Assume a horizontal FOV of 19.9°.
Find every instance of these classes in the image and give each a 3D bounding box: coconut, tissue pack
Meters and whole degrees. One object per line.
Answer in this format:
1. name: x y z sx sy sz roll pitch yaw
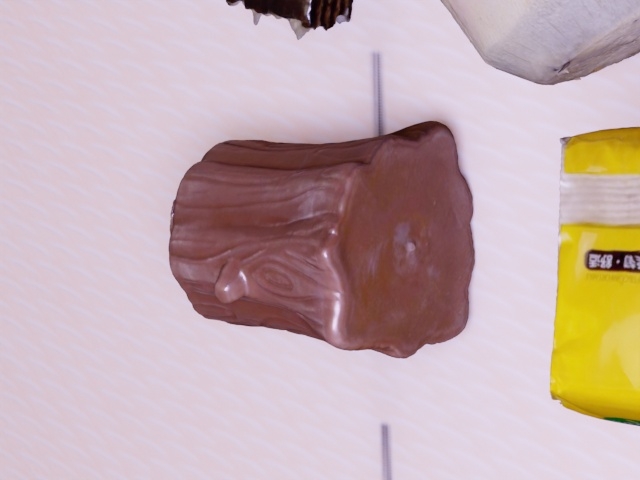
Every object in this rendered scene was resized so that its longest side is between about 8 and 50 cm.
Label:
1. coconut: 0.188 -0.250 1.436 0.227 0.227 0.230 -35 78 35
2. tissue pack: 0.390 0.035 1.284 0.382 0.293 0.228 4 91 36

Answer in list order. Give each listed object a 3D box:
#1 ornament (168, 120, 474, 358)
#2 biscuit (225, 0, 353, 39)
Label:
1. ornament: 0.000 0.000 1.646 0.217 0.221 0.235 5 61 40
2. biscuit: -0.017 -0.315 1.669 0.106 0.070 0.252 18 108 33
